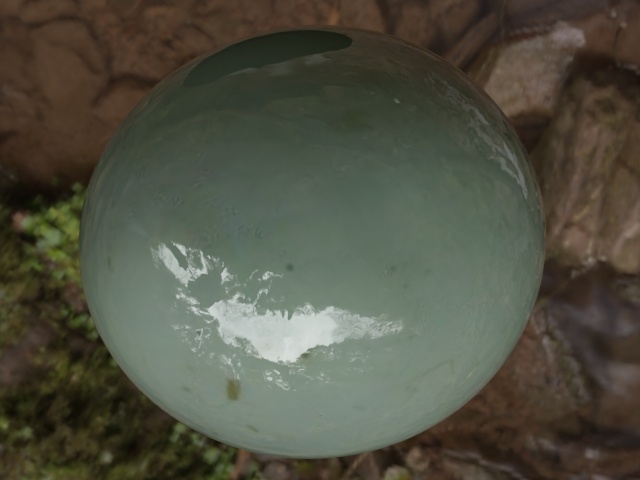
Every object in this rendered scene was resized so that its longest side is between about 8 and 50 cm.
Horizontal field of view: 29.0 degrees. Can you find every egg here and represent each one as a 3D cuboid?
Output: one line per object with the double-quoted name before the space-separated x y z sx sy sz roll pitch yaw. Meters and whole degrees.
"egg" 0.000 0.000 0.432 0.149 0.192 0.149 1 91 26
